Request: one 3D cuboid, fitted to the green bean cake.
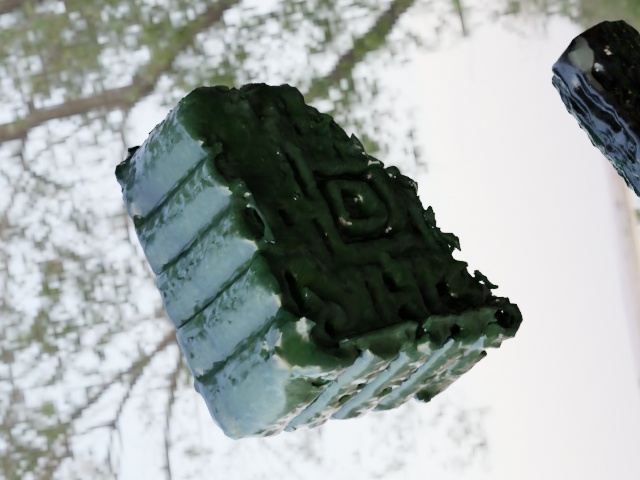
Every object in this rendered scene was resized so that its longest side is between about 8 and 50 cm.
[{"bbox_3d":[0.000,0.000,0.848,0.193,0.107,0.208,-11,-114,-38],"label":"green bean cake"}]

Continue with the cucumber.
[{"bbox_3d":[0.169,-0.027,0.622,0.187,0.058,0.058,53,173,38],"label":"cucumber"}]
